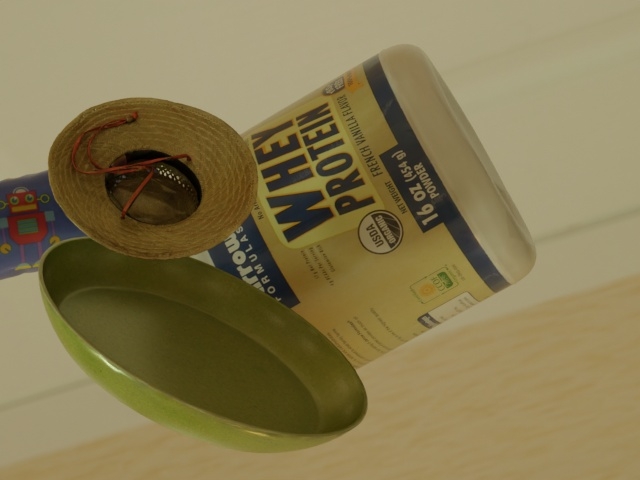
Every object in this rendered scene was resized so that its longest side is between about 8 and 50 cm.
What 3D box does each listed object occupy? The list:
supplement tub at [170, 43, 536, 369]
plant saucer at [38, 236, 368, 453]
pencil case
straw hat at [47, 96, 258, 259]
[{"bbox_3d":[0.000,0.000,1.136,0.228,0.316,0.228,57,-169,-17],"label":"supplement tub"},{"bbox_3d":[-0.083,0.074,0.889,0.241,0.241,0.037,-88,24,-72],"label":"plant saucer"},{"bbox_3d":[-0.316,-0.017,1.381,0.133,0.306,0.119,171,88,-69],"label":"pencil case"},{"bbox_3d":[-0.116,-0.029,0.911,0.061,0.144,0.144,102,159,-54],"label":"straw hat"}]
